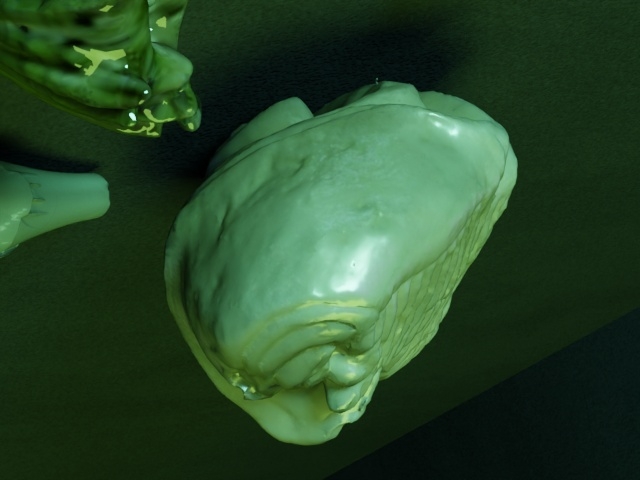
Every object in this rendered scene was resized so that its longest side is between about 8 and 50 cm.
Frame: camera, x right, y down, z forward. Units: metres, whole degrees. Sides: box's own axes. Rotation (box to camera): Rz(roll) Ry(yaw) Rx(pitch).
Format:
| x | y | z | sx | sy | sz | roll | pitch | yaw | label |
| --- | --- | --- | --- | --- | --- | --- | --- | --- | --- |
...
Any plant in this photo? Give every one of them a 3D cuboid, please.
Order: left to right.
| x | y | z | sx | sy | sz | roll | pitch | yaw | label |
| --- | --- | --- | --- | --- | --- | --- | --- | --- | --- |
| -0.221 | -0.179 | 1.113 | 0.333 | 0.180 | 0.251 | 14 | 168 | 3 | plant |

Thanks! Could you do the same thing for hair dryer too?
| x | y | z | sx | sy | sz | roll | pitch | yaw | label |
| --- | --- | --- | --- | --- | --- | --- | --- | --- | --- |
| -0.289 | -0.018 | 1.502 | 0.219 | 0.088 | 0.225 | -11 | 173 | -37 | hair dryer |

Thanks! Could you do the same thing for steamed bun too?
| x | y | z | sx | sy | sz | roll | pitch | yaw | label |
| --- | --- | --- | --- | --- | --- | --- | --- | --- | --- |
| 0.000 | 0.000 | 1.557 | 0.352 | 0.247 | 0.339 | -51 | 167 | -32 | steamed bun |
